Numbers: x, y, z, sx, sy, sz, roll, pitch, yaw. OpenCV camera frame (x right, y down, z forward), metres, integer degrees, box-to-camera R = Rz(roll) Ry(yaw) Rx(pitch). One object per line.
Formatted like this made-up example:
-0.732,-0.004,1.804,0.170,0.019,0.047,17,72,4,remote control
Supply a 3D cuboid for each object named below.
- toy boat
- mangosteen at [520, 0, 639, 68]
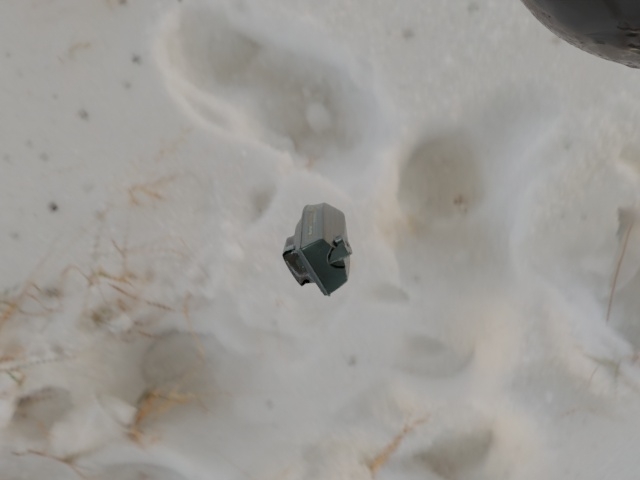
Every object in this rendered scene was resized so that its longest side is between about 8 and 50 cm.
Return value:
0.000,0.000,1.336,0.060,0.141,0.055,-28,108,12,toy boat
0.265,-0.293,1.192,0.330,0.330,0.330,-1,76,5,mangosteen
